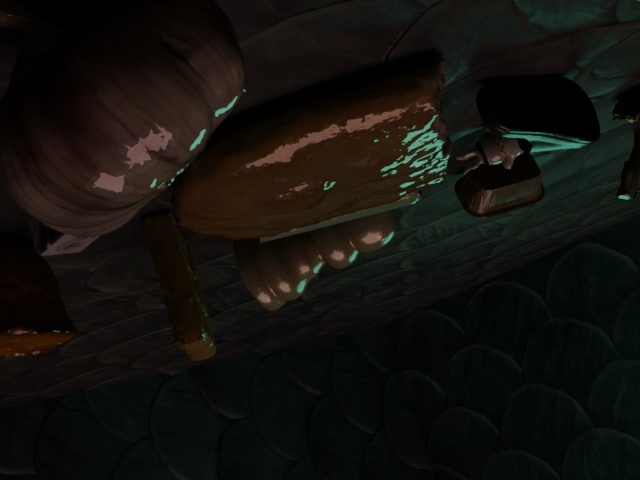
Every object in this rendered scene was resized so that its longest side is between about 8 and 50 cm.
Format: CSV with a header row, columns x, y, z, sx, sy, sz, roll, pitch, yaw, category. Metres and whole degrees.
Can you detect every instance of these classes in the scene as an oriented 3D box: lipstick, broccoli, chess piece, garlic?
x,y,z,sx,sy,sz,roll,pitch,yaw,category
0.028,-0.065,1.584,0.304,0.076,0.076,-16,168,-12,lipstick
0.571,-0.172,1.615,0.122,0.204,0.118,15,178,25,broccoli
0.000,0.000,1.704,0.300,0.167,0.167,-27,166,12,chess piece
-0.207,-0.136,0.749,0.253,0.245,0.245,34,140,-24,garlic

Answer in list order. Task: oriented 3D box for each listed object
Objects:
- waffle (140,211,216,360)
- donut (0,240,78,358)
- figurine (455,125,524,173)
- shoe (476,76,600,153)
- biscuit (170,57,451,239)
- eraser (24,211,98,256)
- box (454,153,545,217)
x,y,z,sx,sy,sz,roll,pitch,yaw,category
-0.231,0.083,1.520,0.055,0.221,0.248,-17,168,-5,waffle
-0.605,0.121,1.318,0.435,0.163,0.377,-21,166,24,donut
0.315,-0.160,1.548,0.146,0.081,0.098,-27,165,35,figurine
0.318,-0.188,1.386,0.241,0.108,0.093,-1,162,-34,shoe
0.003,-0.101,1.312,0.446,0.104,0.429,-18,169,-5,biscuit
-0.257,-0.076,0.994,0.068,0.124,0.210,-5,163,-42,eraser
0.358,-0.110,1.797,0.177,0.111,0.111,-15,168,-12,box
